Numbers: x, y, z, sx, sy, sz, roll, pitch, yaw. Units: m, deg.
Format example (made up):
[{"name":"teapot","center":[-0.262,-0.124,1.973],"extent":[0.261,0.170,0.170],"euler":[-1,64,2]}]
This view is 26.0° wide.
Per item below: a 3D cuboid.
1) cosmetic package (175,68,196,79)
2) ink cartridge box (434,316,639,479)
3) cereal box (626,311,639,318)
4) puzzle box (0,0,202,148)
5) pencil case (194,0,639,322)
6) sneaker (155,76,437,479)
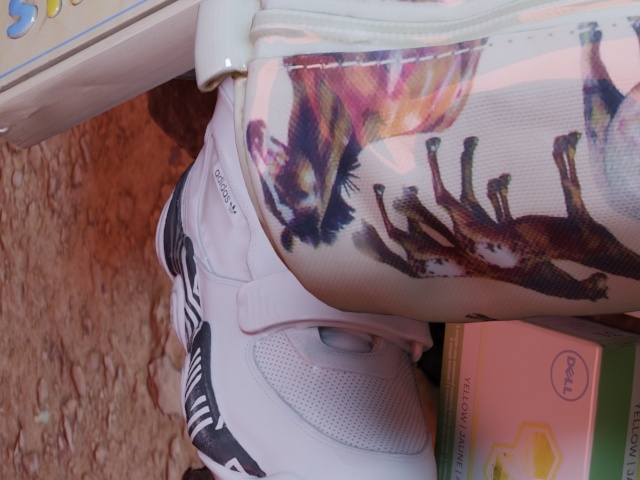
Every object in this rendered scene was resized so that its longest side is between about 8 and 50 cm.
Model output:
[{"name":"cosmetic package","center":[-0.102,-0.239,1.025],"extent":[0.117,0.085,0.231],"euler":[18,107,51]},{"name":"ink cartridge box","center":[0.153,0.135,0.723],"extent":[0.235,0.056,0.171],"euler":[15,103,54]},{"name":"cereal box","center":[0.122,-0.061,0.658],"extent":[0.240,0.047,0.173],"euler":[18,117,22]},{"name":"puzzle box","center":[-0.056,-0.242,0.834],"extent":[0.409,0.052,0.272],"euler":[-21,59,33]},{"name":"pencil case","center":[0.157,-0.061,0.503],"extent":[0.410,0.183,0.160],"euler":[-5,52,31]},{"name":"sneaker","center":[0.000,0.000,0.812],"extent":[0.366,0.137,0.210],"euler":[-116,41,-53]}]
